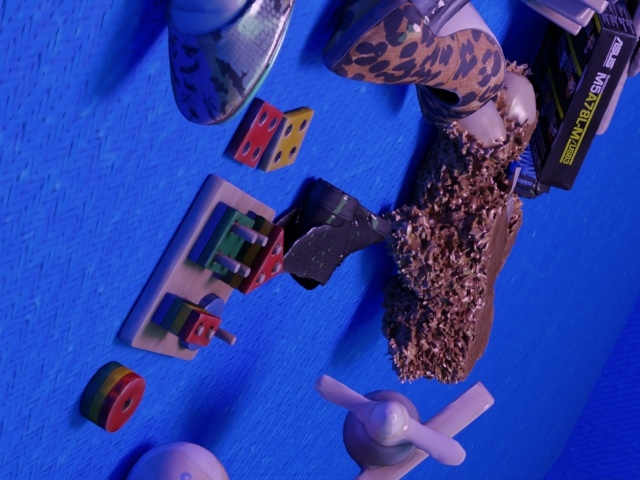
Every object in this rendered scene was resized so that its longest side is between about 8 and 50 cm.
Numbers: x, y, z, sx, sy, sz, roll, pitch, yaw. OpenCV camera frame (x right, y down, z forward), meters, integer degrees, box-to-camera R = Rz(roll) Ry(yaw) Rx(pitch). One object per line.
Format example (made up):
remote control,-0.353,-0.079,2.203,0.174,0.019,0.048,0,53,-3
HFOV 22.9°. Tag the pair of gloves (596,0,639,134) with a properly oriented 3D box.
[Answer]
pair of gloves,0.318,-0.251,1.666,0.240,0.042,0.204,-79,-169,-50

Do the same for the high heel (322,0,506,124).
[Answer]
high heel,0.061,-0.135,1.253,0.186,0.093,0.261,-33,162,-21

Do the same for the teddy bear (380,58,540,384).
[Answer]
teddy bear,0.132,-0.022,1.586,0.245,0.113,0.338,-54,155,-43

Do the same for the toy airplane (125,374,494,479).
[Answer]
toy airplane,-0.062,0.269,1.292,0.384,0.272,0.386,-26,-163,36

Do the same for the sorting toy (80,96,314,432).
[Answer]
sorting toy,-0.069,0.023,1.152,0.275,0.046,0.132,-61,163,-1

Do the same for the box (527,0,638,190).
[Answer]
box,0.262,-0.176,1.632,0.191,0.045,0.184,-90,-162,-58

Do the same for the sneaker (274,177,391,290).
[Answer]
sneaker,0.002,0.001,1.318,0.089,0.051,0.170,-60,158,-1

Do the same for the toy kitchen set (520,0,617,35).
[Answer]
toy kitchen set,0.244,-0.303,1.456,0.166,0.122,0.207,-58,-177,-8

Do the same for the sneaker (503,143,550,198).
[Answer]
sneaker,0.245,-0.091,1.832,0.152,0.058,0.085,44,68,-79

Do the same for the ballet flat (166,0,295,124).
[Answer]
ballet flat,-0.039,-0.176,0.899,0.222,0.077,0.079,-63,145,-9
